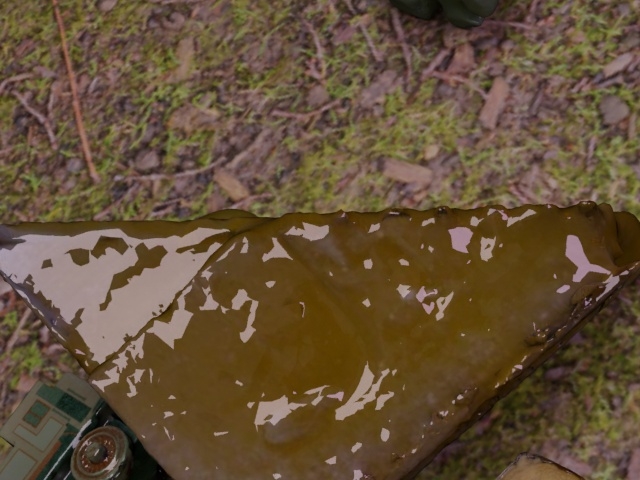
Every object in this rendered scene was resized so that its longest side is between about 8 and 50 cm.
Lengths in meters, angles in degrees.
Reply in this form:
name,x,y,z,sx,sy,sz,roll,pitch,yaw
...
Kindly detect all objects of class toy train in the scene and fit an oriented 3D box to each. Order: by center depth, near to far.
name,x,y,z,sx,sy,sz,roll,pitch,yaw
toy train,-0.185,0.187,1.277,0.125,0.081,0.194,24,72,43

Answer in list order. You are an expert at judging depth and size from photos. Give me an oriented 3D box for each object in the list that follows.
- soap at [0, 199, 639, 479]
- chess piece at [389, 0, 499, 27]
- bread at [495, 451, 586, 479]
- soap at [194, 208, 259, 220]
name,x,y,z,sx,sy,sz,roll,pitch,yaw
soap,0.000,0.000,1.205,0.339,0.169,0.304,-41,84,-4
chess piece,0.128,-0.313,1.390,0.195,0.194,0.299,18,78,31
bread,0.145,0.197,1.126,0.125,0.082,0.106,24,62,43
soap,-0.063,0.041,1.328,0.089,0.045,0.140,-26,56,2
